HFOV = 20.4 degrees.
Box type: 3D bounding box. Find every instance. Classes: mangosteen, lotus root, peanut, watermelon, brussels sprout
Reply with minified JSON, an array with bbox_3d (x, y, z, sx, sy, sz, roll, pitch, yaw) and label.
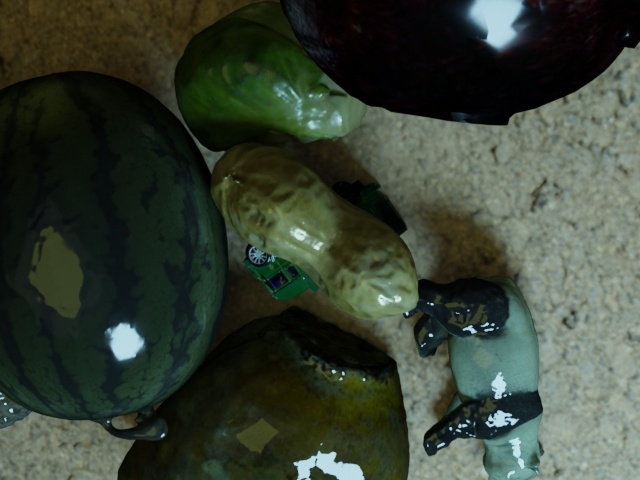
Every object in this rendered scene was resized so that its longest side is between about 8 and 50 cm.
[{"bbox_3d":[0.099,-0.276,1.485,0.421,0.381,0.381,-1,100,29],"label":"mangosteen"},{"bbox_3d":[-0.034,0.212,1.752,0.267,0.149,0.260,38,112,6],"label":"lotus root"},{"bbox_3d":[-0.003,-0.008,1.645,0.229,0.103,0.098,35,130,5],"label":"peanut"},{"bbox_3d":[-0.224,0.018,1.706,0.279,0.279,0.359,-7,91,22],"label":"watermelon"},{"bbox_3d":[-0.051,-0.152,1.690,0.183,0.131,0.145,-13,102,23],"label":"brussels sprout"}]

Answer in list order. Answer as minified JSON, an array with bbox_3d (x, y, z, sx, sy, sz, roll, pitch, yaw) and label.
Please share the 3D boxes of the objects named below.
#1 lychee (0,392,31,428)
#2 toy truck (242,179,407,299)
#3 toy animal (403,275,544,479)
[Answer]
[{"bbox_3d":[-0.370,0.114,1.846,0.197,0.165,0.165,27,109,5],"label":"lychee"},{"bbox_3d":[0.000,0.000,1.738,0.147,0.065,0.079,-32,92,21],"label":"toy truck"},{"bbox_3d":[0.153,0.136,1.699,0.121,0.094,0.225,-9,96,13],"label":"toy animal"}]
